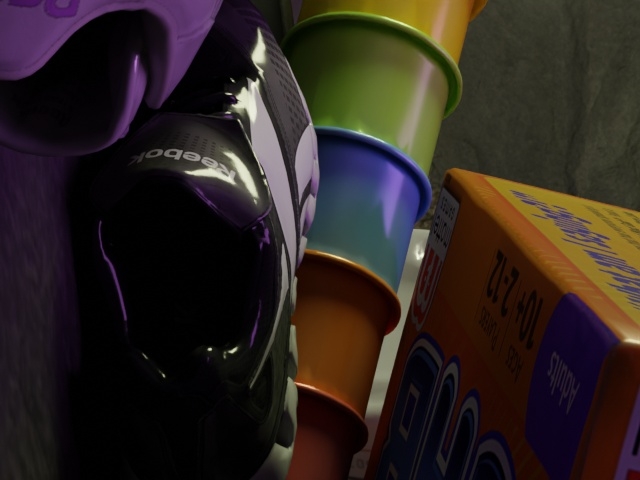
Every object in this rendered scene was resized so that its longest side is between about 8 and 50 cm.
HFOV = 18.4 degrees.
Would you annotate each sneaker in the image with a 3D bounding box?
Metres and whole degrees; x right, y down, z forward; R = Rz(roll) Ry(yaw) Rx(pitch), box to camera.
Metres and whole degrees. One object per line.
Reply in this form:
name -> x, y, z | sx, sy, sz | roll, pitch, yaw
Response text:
sneaker -> -0.071, -0.105, 0.566 | 0.305, 0.114, 0.152 | -45, 148, -83
sneaker -> -0.043, -0.016, 0.726 | 0.106, 0.078, 0.234 | 79, 9, -58

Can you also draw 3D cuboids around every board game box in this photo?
board game box -> 0.192, 0.204, 0.737 | 0.356, 0.356, 0.356 | -109, -146, -80

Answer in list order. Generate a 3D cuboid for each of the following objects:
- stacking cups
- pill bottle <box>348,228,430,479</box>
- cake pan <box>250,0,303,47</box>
stacking cups -> 0.000, 0.000, 0.899 | 0.096, 0.096, 0.316 | 74, 28, -59
pill bottle -> 0.055, 0.148, 1.112 | 0.161, 0.161, 0.283 | -88, 171, -51
cake pan -> -0.028, -0.146, 1.112 | 0.293, 0.054, 0.293 | -6, 90, -84
